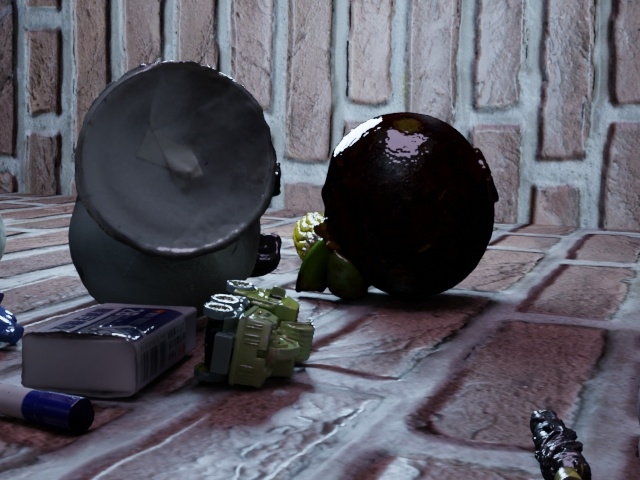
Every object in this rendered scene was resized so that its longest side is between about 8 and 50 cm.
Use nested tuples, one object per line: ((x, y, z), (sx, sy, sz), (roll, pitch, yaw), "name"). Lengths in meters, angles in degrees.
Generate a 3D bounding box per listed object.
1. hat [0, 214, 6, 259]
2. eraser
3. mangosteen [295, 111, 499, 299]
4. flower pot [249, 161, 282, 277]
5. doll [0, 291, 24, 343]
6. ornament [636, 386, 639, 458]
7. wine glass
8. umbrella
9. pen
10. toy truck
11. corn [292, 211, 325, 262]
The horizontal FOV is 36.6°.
((-0.622, 0.006, 1.501), (0.275, 0.161, 0.232), (-6, -12, 23), "hat")
((-0.222, 0.112, 1.059), (0.124, 0.068, 0.210), (0, 6, 10), "eraser")
((0.108, -0.046, 1.568), (0.359, 0.306, 0.306), (-18, 5, 7), "mangosteen")
((-0.198, -0.041, 1.559), (0.282, 0.299, 0.299), (-7, 7, 0), "flower pot")
((-0.429, 0.086, 1.211), (0.205, 0.067, 0.110), (24, -9, 43), "doll")
((0.287, 0.129, 0.619), (0.177, 0.178, 0.177), (1, 7, 0), "ornament")
((-0.174, -0.044, 1.146), (0.267, 0.267, 0.406), (0, -9, -11), "wine glass")
((0.193, 0.172, 0.783), (0.037, 0.040, 0.144), (11, 9, 3), "umbrella")
((-0.326, 0.145, 0.918), (0.269, 0.033, 0.033), (5, 8, 29), "pen")
((-0.067, 0.106, 1.082), (0.116, 0.085, 0.191), (12, 9, 4), "toy truck")
((0.000, 0.000, 1.880), (0.115, 0.115, 0.318), (0, 7, -9), "corn")
